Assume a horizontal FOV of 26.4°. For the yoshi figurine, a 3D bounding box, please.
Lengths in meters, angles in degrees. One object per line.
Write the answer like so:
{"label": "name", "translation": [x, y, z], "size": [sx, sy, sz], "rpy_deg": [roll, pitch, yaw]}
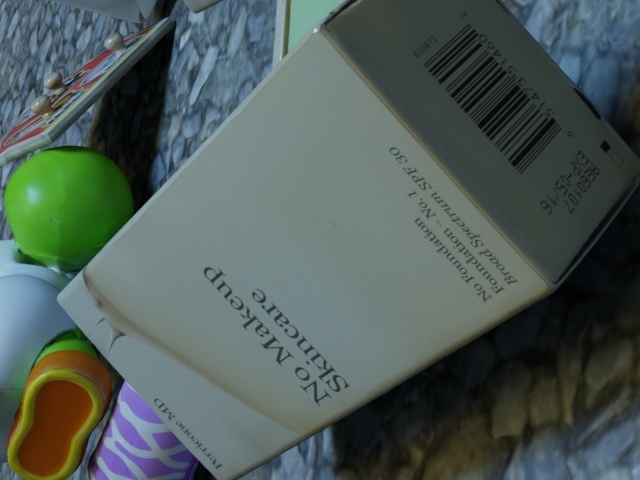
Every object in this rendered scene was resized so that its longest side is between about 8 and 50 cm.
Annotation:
{"label": "yoshi figurine", "translation": [-0.232, 0.031, 1.106], "size": [0.203, 0.203, 0.362], "rpy_deg": [-32, 20, 11]}

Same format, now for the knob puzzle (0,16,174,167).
{"label": "knob puzzle", "translation": [-0.240, -0.139, 1.261], "size": [0.213, 0.030, 0.213], "rpy_deg": [-35, 20, 14]}

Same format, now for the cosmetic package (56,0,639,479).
{"label": "cosmetic package", "translation": [0.000, 0.000, 0.723], "size": [0.113, 0.160, 0.309], "rpy_deg": [-44, 3, -41]}

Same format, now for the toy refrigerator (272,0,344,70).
{"label": "toy refrigerator", "translation": [0.031, -0.181, 0.832], "size": [0.102, 0.094, 0.270], "rpy_deg": [-22, 60, 57]}

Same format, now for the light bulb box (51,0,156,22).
{"label": "light bulb box", "translation": [-0.227, -0.456, 1.237], "size": [0.358, 0.225, 0.361], "rpy_deg": [-60, 33, 30]}

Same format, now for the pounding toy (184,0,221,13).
{"label": "pounding toy", "translation": [-0.034, -0.248, 0.945], "size": [0.094, 0.181, 0.206], "rpy_deg": [-21, 24, 35]}

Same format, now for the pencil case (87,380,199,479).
{"label": "pencil case", "translation": [-0.092, 0.105, 0.962], "size": [0.088, 0.086, 0.206], "rpy_deg": [36, 119, 14]}
